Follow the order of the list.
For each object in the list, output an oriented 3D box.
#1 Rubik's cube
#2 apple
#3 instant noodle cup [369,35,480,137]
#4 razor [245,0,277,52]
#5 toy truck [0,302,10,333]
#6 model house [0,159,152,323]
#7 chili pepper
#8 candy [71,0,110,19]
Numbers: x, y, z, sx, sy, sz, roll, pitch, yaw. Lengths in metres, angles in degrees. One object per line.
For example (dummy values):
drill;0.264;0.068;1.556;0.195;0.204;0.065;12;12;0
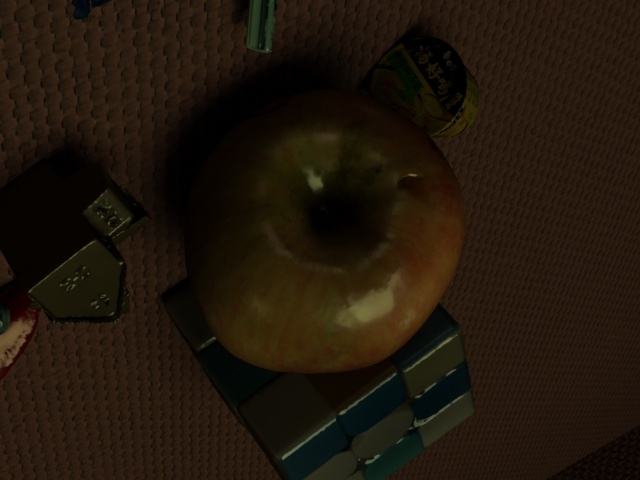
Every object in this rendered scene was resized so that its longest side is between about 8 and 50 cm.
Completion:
Rubik's cube;0.009;0.189;2.051;0.347;0.344;0.347;-36;152;-8
apple;0.000;0.000;1.759;0.391;0.391;0.346;-32;164;-11
instant noodle cup;0.164;-0.213;1.874;0.151;0.151;0.122;-48;155;16
razor;0.017;-0.340;1.633;0.278;0.056;0.111;-31;152;-27
toy truck;-0.494;0.103;1.599;0.108;0.140;0.256;3;135;-50
model house;-0.288;0.024;1.653;0.176;0.181;0.248;-37;145;-3
chili pepper;-0.514;0.194;1.734;0.387;0.110;0.110;-41;150;-4
candy;-0.137;-0.374;1.385;0.331;0.077;0.187;-29;151;-20
